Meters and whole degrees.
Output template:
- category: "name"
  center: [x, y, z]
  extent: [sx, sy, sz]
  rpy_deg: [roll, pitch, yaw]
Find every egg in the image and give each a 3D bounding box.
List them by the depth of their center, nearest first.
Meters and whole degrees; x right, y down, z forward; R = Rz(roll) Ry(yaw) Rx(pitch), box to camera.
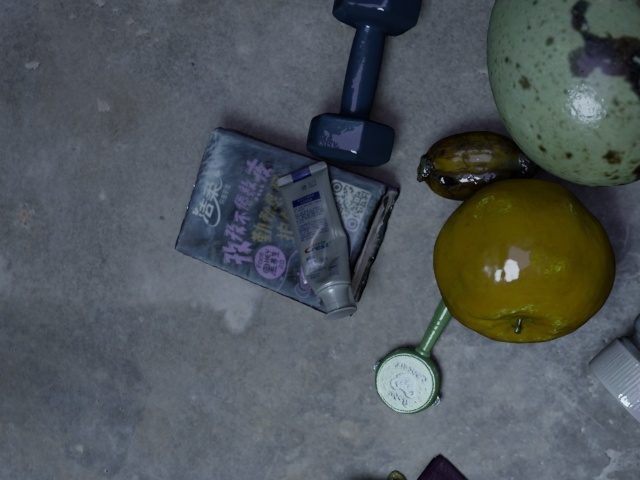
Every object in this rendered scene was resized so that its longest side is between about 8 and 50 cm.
- category: "egg"
  center: [0.400, -0.263, 1.090]
  extent: [0.288, 0.287, 0.379]
  rpy_deg: [-22, 69, 16]

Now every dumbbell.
- category: "dumbbell"
  center: [0.074, -0.293, 1.267]
  extent: [0.144, 0.160, 0.325]
  rpy_deg: [15, 95, 46]

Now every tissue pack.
- category: "tissue pack"
  center: [-0.069, -0.039, 1.327]
  extent: [0.361, 0.122, 0.259]
  rpy_deg: [20, 94, 19]

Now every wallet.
- category: "wallet"
  center: [0.235, 0.455, 1.231]
  extent: [0.166, 0.111, 0.030]
  rpy_deg: [45, 138, 12]

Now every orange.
- category: "orange"
  center: [0.314, 0.032, 1.130]
  extent: [0.279, 0.279, 0.235]
  rpy_deg: [-3, 60, 18]

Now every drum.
- category: "drum"
  center: [0.169, 0.182, 1.280]
  extent: [0.130, 0.049, 0.253]
  rpy_deg: [13, 93, 17]

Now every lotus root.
- category: "lotus root"
  center: [0.266, -0.125, 1.221]
  extent: [0.209, 0.120, 0.120]
  rpy_deg: [0, 89, 17]

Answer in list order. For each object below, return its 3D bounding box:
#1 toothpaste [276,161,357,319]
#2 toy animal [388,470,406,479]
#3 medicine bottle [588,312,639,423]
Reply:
- category: "toothpaste"
  center: [0.000, 0.000, 1.220]
  extent: [0.096, 0.061, 0.266]
  rpy_deg: [-20, 73, 15]
- category: "toy animal"
  center: [0.128, 0.473, 1.264]
  extent: [0.219, 0.101, 0.103]
  rpy_deg: [24, 98, 17]
- category: "medicine bottle"
  center: [0.562, 0.156, 1.096]
  extent: [0.273, 0.165, 0.165]
  rpy_deg: [-44, 77, 13]
